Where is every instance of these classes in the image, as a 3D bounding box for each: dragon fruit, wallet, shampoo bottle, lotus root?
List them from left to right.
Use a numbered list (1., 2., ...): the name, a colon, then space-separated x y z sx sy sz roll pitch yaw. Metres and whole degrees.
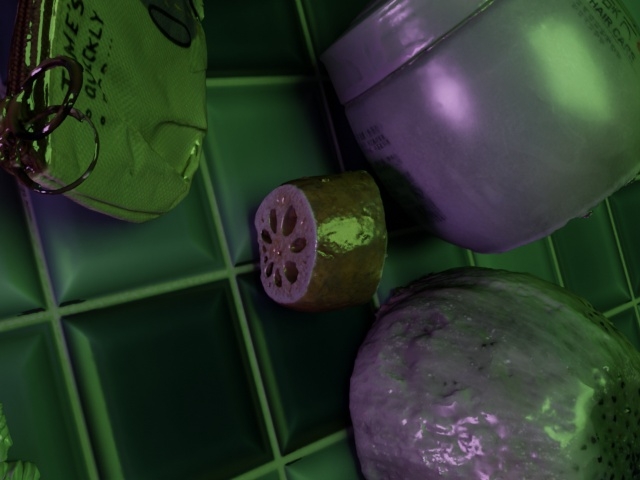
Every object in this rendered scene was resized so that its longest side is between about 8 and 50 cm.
1. wallet: -0.139 -0.162 0.622 0.275 0.068 0.335 56 31 -75
2. lotus root: 0.002 -0.001 0.760 0.081 0.112 0.122 0 79 -37
3. shampoo bottle: 0.159 -0.148 0.838 0.266 0.273 0.273 54 48 -10
4. dragon fruit: 0.180 0.128 0.825 0.283 0.221 0.203 -25 102 -42

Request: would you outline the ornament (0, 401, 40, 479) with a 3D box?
1. ornament: -0.212 0.156 0.568 0.068 0.041 0.092 -42 117 -36
